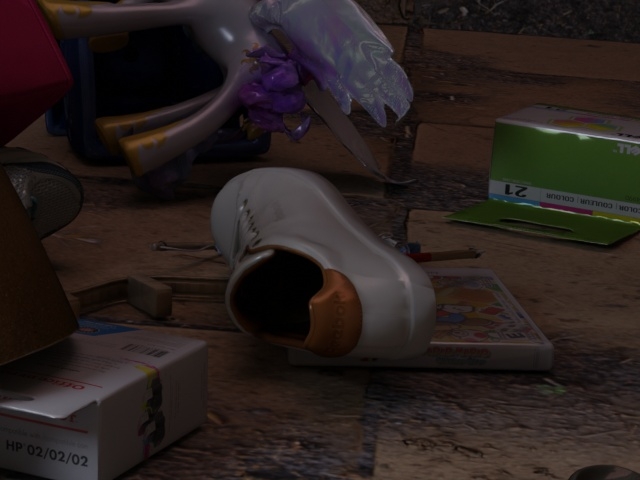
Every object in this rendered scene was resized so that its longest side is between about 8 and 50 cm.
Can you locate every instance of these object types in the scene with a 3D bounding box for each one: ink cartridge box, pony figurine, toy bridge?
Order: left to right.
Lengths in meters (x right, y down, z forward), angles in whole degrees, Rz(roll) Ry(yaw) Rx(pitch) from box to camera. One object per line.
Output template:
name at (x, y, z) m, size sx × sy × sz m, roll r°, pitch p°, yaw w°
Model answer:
ink cartridge box at (-0.159, 0.107, 1.151) m, size 0.104 × 0.061 × 0.181 m, roll 8°, pitch 15°, yaw 24°
toy bridge at (-0.142, 0.045, 1.472) m, size 0.188 × 0.026 × 0.063 m, roll -4°, pitch 14°, yaw -29°
pony figurine at (-0.066, -0.193, 1.903) m, size 0.363 × 0.351 × 0.303 m, roll -27°, pitch -16°, yaw -13°
ink cartridge box at (0.266, -0.073, 1.900) m, size 0.189 × 0.097 × 0.255 m, roll 11°, pitch 15°, yaw 25°

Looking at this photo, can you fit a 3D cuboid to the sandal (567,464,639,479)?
sandal at (0.235, 0.161, 1.045) m, size 0.090 × 0.060 × 0.219 m, roll -8°, pitch 19°, yaw -39°

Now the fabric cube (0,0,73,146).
fabric cube at (-0.420, -0.158, 1.515) m, size 0.259 × 0.254 × 0.258 m, roll -34°, pitch -8°, yaw 37°

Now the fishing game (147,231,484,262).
fishing game at (0.000, 0.000, 1.572) m, size 0.264 × 0.041 × 0.189 m, roll 2°, pitch 2°, yaw 33°

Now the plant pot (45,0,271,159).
plant pot at (-0.204, -0.220, 2.108) m, size 0.236 × 0.236 × 0.212 m, roll -4°, pitch 9°, yaw -26°

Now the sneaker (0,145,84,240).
sneaker at (-0.293, 0.008, 1.476) m, size 0.122 × 0.110 × 0.283 m, roll 28°, pitch 33°, yaw 33°

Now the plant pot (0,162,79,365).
plant pot at (-0.301, -0.031, 1.136) m, size 0.237 × 0.254 × 0.237 m, roll -15°, pitch 4°, yaw 1°

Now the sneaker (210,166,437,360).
sneaker at (-0.035, 0.010, 1.365) m, size 0.123 × 0.106 × 0.290 m, roll -2°, pitch 17°, yaw -30°

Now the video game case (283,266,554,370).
video game case at (0.065, 0.059, 1.471) m, size 0.206 × 0.026 × 0.227 m, roll 2°, pitch 15°, yaw -8°
